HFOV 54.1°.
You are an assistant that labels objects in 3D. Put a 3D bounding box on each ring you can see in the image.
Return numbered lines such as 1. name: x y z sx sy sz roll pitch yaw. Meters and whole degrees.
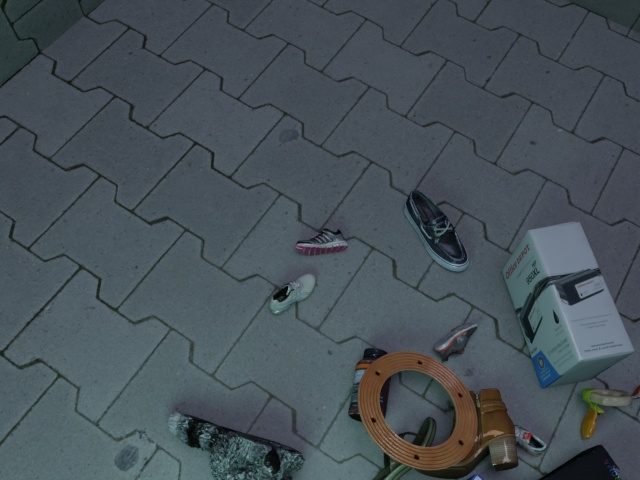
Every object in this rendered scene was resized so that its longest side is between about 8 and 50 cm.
1. ring: 0.257 0.449 1.671 0.336 0.032 0.337 10 49 -11

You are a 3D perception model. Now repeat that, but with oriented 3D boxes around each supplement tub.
1. supplement tub: 0.144 0.407 1.767 0.105 0.106 0.198 11 62 3

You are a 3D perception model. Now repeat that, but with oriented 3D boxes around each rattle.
1. rattle: 0.842 0.485 1.781 0.199 0.130 0.143 7 71 -29

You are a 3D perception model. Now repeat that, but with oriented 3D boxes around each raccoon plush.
1. raccoon plush: -0.231 0.653 1.625 0.446 0.216 0.299 8 74 34

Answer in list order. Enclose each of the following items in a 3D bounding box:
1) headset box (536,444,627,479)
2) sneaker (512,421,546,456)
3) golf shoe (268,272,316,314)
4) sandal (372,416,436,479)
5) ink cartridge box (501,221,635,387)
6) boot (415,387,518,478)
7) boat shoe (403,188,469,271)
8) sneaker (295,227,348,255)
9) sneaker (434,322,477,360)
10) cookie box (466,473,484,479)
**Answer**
1. headset box: 0.667 0.713 1.618 0.282 0.131 0.246 -24 66 -13
2. sneaker: 0.551 0.535 1.735 0.161 0.075 0.057 31 65 13
3. golf shoe: -0.080 0.152 1.900 0.176 0.086 0.069 -39 69 -22
4. sandal: 0.199 0.576 1.669 0.302 0.120 0.086 -39 81 -19
5. ink cartridge box: 0.691 0.188 1.804 0.166 0.285 0.395 -8 63 -6
6. boot: 0.386 0.523 1.721 0.283 0.109 0.220 -15 49 14
7. boat shoe: 0.376 -0.038 2.008 0.108 0.102 0.301 -25 66 -15
8. sneaker: 0.000 0.000 1.996 0.170 0.063 0.075 -5 63 -11
9. sneaker: 0.411 0.303 1.871 0.157 0.061 0.065 -31 95 -16
10. cookie box: 0.429 0.673 1.650 0.107 0.092 0.040 41 65 18
